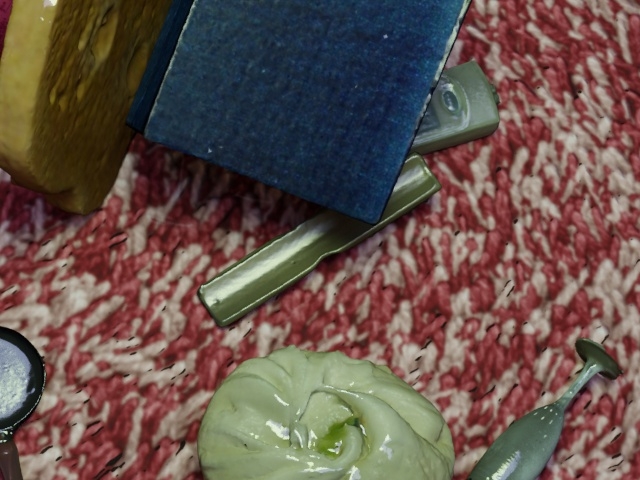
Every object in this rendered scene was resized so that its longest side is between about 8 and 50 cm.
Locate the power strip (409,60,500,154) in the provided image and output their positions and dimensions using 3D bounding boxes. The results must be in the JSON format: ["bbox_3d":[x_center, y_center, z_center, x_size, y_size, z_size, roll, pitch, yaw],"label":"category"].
[{"bbox_3d":[0.065,-0.122,1.665,0.286,0.048,0.080,-18,73,-12],"label":"power strip"}]

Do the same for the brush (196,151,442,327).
[{"bbox_3d":[0.000,0.000,1.613,0.282,0.048,0.054,-32,75,-10],"label":"brush"}]

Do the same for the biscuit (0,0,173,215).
[{"bbox_3d":[-0.219,-0.226,1.491,0.062,0.365,0.385,18,81,10],"label":"biscuit"}]

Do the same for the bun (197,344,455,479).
[{"bbox_3d":[0.004,0.218,1.473,0.259,0.160,0.259,2,73,-8],"label":"bun"}]

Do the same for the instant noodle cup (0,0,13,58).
[{"bbox_3d":[-0.334,-0.292,1.580,0.181,0.258,0.302,27,80,-13],"label":"instant noodle cup"}]

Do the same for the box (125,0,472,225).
[{"bbox_3d":[-0.018,-0.191,1.505,0.261,0.116,0.279,21,94,-18],"label":"box"}]

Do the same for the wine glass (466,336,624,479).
[{"bbox_3d":[0.228,0.191,1.564,0.066,0.066,0.198,41,70,8],"label":"wine glass"}]

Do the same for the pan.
[{"bbox_3d":[-0.315,0.182,1.502,0.115,0.040,0.212,-15,66,-14],"label":"pan"}]
